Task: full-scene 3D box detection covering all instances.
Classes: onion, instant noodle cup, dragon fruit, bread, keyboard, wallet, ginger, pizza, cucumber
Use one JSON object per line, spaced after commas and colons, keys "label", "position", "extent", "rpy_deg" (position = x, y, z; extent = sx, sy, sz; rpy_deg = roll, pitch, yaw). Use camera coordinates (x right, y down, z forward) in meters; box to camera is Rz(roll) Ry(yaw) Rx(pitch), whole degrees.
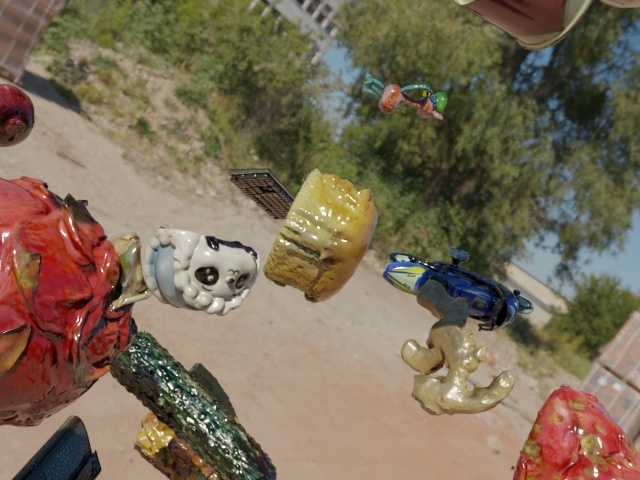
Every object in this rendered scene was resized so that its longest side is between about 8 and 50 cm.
{"label": "onion", "position": [-0.633, -0.248, 1.377], "extent": [0.131, 0.131, 0.131], "rpy_deg": [34, 6, -4]}
{"label": "instant noodle cup", "position": [0.354, -0.478, 1.229], "extent": [0.179, 0.234, 0.235], "rpy_deg": [12, 14, -22]}
{"label": "dragon fruit", "position": [-0.354, 0.063, 0.721], "extent": [0.343, 0.277, 0.277], "rpy_deg": [-5, 21, -17]}
{"label": "bread", "position": [0.003, -0.005, 1.288], "extent": [0.174, 0.251, 0.133], "rpy_deg": [28, 4, 0]}
{"label": "keyboard", "position": [-0.119, -0.103, 1.621], "extent": [0.106, 0.027, 0.317], "rpy_deg": [-1, -15, 15]}
{"label": "wallet", "position": [-0.457, 0.418, 1.202], "extent": [0.243, 0.039, 0.132], "rpy_deg": [-63, 136, -75]}
{"label": "ginger", "position": [0.189, 0.166, 1.092], "extent": [0.065, 0.149, 0.258], "rpy_deg": [57, 7, -44]}
{"label": "pizza", "position": [-0.301, 0.459, 1.648], "extent": [0.278, 0.114, 0.408], "rpy_deg": [20, 33, -28]}
{"label": "dragon fruit", "position": [0.419, 0.346, 1.058], "extent": [0.212, 0.262, 0.134], "rpy_deg": [14, -30, 31]}
{"label": "cucumber", "position": [-0.198, 0.298, 1.132], "extent": [0.359, 0.096, 0.096], "rpy_deg": [40, 7, 15]}

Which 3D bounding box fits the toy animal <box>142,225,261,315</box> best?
{"label": "toy animal", "position": [-0.235, 0.067, 1.368], "extent": [0.204, 0.155, 0.208], "rpy_deg": [7, -7, 45]}

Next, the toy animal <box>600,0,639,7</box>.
{"label": "toy animal", "position": [0.334, -0.341, 0.713], "extent": [0.258, 0.193, 0.357], "rpy_deg": [-5, 15, 26]}

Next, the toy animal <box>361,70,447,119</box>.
{"label": "toy animal", "position": [0.200, -0.343, 1.629], "extent": [0.209, 0.100, 0.103], "rpy_deg": [17, -35, -8]}

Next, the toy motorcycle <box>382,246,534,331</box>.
{"label": "toy motorcycle", "position": [0.266, 0.093, 1.306], "extent": [0.316, 0.113, 0.169], "rpy_deg": [18, 16, -4]}
